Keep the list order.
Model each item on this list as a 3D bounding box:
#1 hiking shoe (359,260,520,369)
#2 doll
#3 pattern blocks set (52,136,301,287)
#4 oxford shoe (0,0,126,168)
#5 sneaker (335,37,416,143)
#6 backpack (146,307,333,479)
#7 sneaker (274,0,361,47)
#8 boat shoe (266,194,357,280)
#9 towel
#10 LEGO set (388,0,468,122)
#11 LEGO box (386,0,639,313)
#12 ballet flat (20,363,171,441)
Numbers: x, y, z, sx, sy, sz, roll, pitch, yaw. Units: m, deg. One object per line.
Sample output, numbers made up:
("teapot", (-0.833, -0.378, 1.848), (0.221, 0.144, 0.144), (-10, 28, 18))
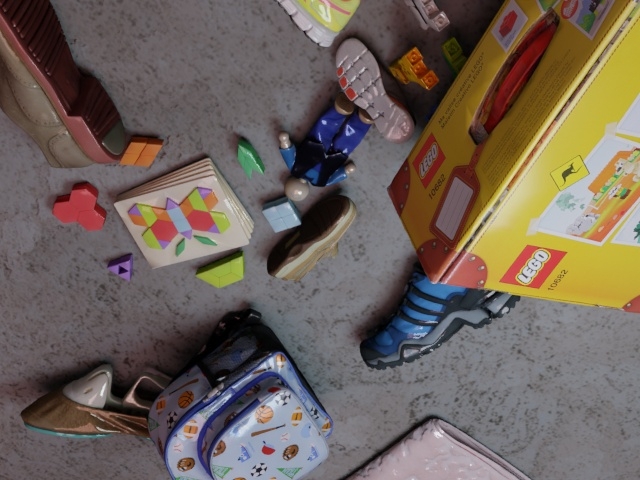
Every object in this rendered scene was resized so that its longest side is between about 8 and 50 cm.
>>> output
("hiking shoe", (0.171, 0.096, 1.577), (0.304, 0.113, 0.132), (-32, 89, 31))
("doll", (0.000, -0.127, 1.434), (0.129, 0.046, 0.189), (19, 132, -21))
("pattern blocks set", (-0.208, -0.035, 1.519), (0.325, 0.026, 0.285), (-28, 121, 23))
("oxford shoe", (-0.397, -0.227, 1.335), (0.130, 0.123, 0.348), (-15, 124, 20))
("sneaker", (0.076, -0.204, 1.370), (0.061, 0.065, 0.158), (-28, 98, 28))
("backpack", (-0.132, 0.300, 1.626), (0.263, 0.213, 0.276), (-32, 121, -2))
("sneaker", (-0.032, -0.342, 1.263), (0.094, 0.081, 0.208), (-39, 123, 19))
("boat shoe", (0.000, 0.000, 1.526), (0.072, 0.068, 0.190), (25, 135, -30))
("towel", (0.208, 0.493, 1.885), (0.317, 0.053, 0.332), (35, 120, -21))
("LEGO set", (0.149, -0.220, 1.343), (0.087, 0.093, 0.227), (-40, 115, -8))
("LEGO box", (0.374, -0.157, 1.237), (0.373, 0.193, 0.500), (10, 129, -29))
("ballet flat", (-0.330, 0.279, 1.726), (0.342, 0.116, 0.124), (11, 106, -6))
